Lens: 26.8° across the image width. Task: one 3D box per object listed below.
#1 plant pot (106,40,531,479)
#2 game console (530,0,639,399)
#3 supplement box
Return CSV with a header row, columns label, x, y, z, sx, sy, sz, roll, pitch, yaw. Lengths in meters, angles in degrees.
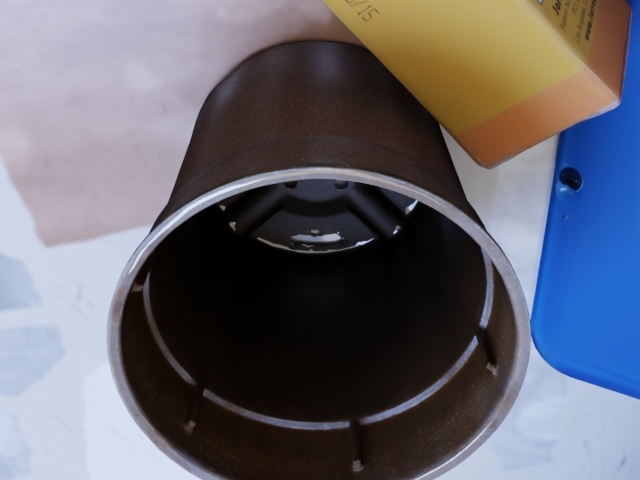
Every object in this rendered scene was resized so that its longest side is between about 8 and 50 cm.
label,x,y,z,sx,sy,sz,roll,pitch,yaw
plant pot,0.000,0.000,0.597,0.167,0.165,0.167,0,123,0
game console,0.265,-0.048,0.650,0.250,0.173,0.293,-16,128,-27
supplement box,0.029,-0.138,0.551,0.078,0.080,0.233,-26,123,39
